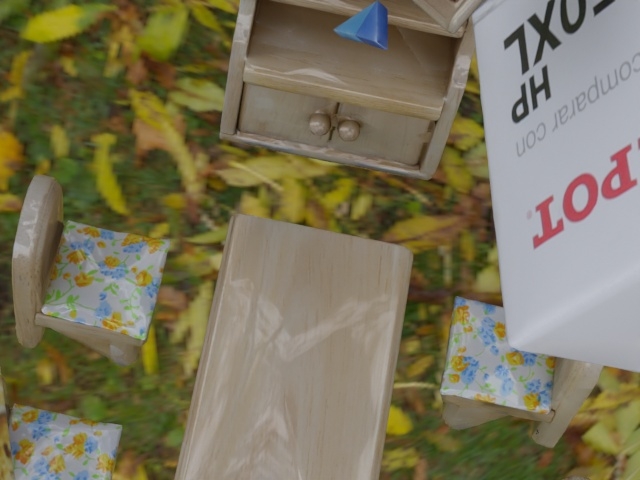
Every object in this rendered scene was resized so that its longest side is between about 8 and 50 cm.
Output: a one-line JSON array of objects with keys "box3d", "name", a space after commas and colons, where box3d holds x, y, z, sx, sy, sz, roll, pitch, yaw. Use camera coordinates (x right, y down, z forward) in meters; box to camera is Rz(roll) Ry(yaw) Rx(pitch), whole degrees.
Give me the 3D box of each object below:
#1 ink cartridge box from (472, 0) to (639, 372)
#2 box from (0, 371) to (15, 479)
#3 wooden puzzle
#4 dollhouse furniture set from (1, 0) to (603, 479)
[{"box3d": [0.194, -0.171, 0.691, 0.285, 0.166, 0.395, -36, 51, 51], "name": "ink cartridge box"}, {"box3d": [-0.186, 0.069, 0.815, 0.063, 0.067, 0.324, -27, 58, 24], "name": "box"}, {"box3d": [0.053, -0.113, 0.637, 0.116, 0.014, 0.078, -53, 34, 2], "name": "wooden puzzle"}, {"box3d": [0.000, 0.000, 1.098, 0.362, 0.256, 0.394, 11, 62, -1], "name": "dollhouse furniture set"}]
